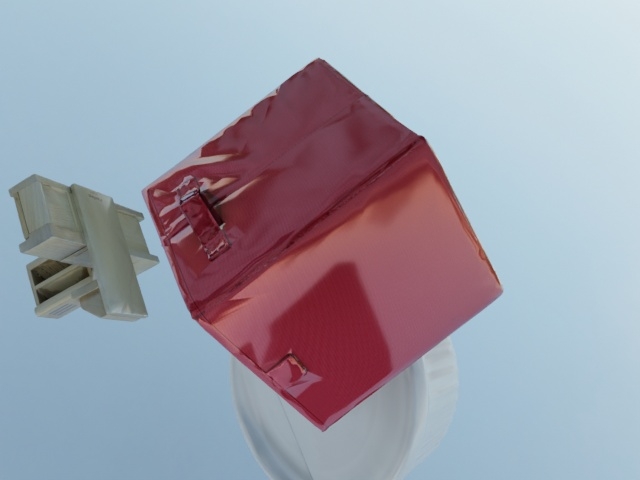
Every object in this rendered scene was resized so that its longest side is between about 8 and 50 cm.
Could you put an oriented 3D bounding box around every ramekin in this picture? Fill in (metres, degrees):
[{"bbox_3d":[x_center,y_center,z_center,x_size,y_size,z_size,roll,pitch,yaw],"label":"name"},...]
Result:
[{"bbox_3d":[0.028,0.149,0.719,0.127,0.273,0.273,-1,-131,-48],"label":"ramekin"}]

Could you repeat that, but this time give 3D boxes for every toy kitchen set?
[{"bbox_3d":[-0.131,0.022,0.323,0.068,0.075,0.083,67,-167,18],"label":"toy kitchen set"}]

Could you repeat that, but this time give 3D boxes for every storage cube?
[{"bbox_3d":[0.000,0.000,0.530,0.193,0.215,0.184,-37,-140,0],"label":"storage cube"}]
